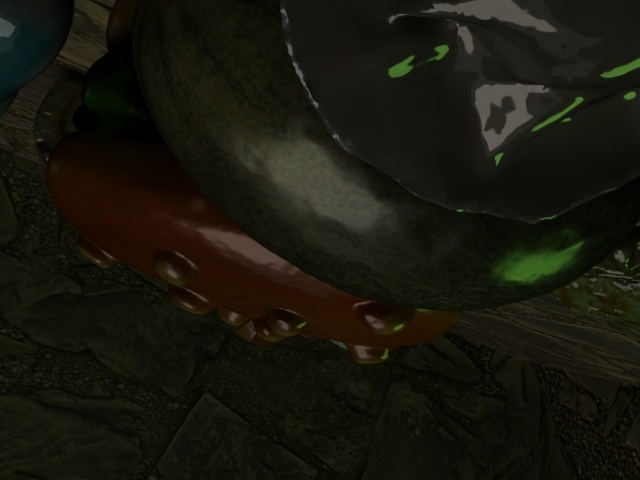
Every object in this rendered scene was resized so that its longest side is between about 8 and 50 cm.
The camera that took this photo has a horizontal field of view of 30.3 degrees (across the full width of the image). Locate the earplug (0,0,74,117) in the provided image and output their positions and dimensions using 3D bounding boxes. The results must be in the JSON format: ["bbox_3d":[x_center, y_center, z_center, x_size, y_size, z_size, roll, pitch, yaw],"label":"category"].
[{"bbox_3d":[-0.319,-0.210,1.110,0.185,0.185,0.324,23,164,-29],"label":"earplug"}]

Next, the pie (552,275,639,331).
[{"bbox_3d":[0.429,0.065,1.505,0.248,0.090,0.201,20,162,-15],"label":"pie"}]

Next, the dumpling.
[{"bbox_3d":[0.109,-0.121,0.479,0.163,0.204,0.293,-4,150,42],"label":"dumpling"}]

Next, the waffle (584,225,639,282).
[{"bbox_3d":[0.376,0.018,1.207,0.309,0.056,0.292,4,178,-23],"label":"waffle"}]

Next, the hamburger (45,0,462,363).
[{"bbox_3d":[-0.036,-0.059,1.007,0.396,0.277,0.396,19,172,3],"label":"hamburger"}]

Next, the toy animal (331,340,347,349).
[{"bbox_3d":[0.026,0.006,1.605,0.310,0.247,0.183,38,-163,-34],"label":"toy animal"}]

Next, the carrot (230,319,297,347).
[{"bbox_3d":[0.000,0.000,1.435,0.114,0.302,0.114,37,-164,-13],"label":"carrot"}]

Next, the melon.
[{"bbox_3d":[0.051,-0.089,0.671,0.329,0.248,0.248,22,172,-31],"label":"melon"}]

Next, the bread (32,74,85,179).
[{"bbox_3d":[-0.318,-0.119,1.726,0.187,0.155,0.338,24,172,-7],"label":"bread"}]
